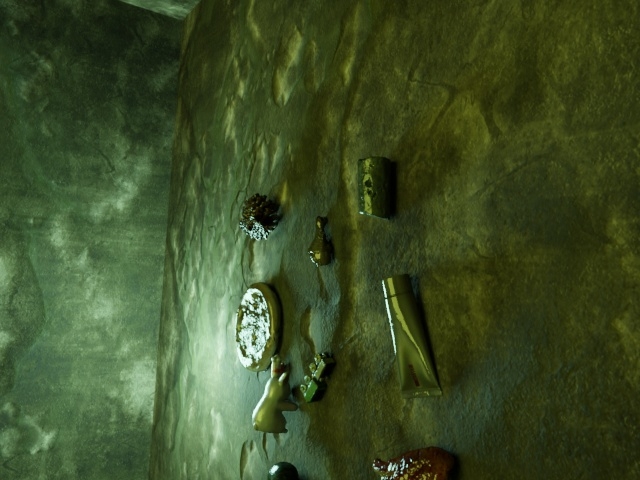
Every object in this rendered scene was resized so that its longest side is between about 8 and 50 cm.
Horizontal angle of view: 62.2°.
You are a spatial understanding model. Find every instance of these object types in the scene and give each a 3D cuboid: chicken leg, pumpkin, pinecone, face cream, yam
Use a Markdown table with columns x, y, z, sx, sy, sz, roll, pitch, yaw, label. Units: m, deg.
| x | y | z | sx | sy | sz | roll | pitch | yaw | label |
| --- | --- | --- | --- | --- | --- | --- | --- | --- | --- |
| -0.003 | -0.001 | 1.908 | 0.085 | 0.069 | 0.197 | -29 | 55 | 50 | chicken leg |
| -0.133 | 0.888 | 1.915 | 0.167 | 0.125 | 0.167 | -19 | 68 | 55 | pumpkin |
| -0.259 | -0.102 | 2.229 | 0.179 | 0.150 | 0.195 | -28 | 62 | 52 | pinecone |
| 0.246 | 0.266 | 1.490 | 0.137 | 0.084 | 0.341 | -22 | 74 | 43 | face cream |
| 0.167 | -0.157 | 1.640 | 0.107 | 0.107 | 0.194 | -9 | 79 | 56 | yam |

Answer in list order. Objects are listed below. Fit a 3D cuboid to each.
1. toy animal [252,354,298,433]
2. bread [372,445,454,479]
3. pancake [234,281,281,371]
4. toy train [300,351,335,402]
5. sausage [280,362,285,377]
| x | y | z | sx | sy | sz | roll | pitch | yaw | label |
| --- | --- | --- | --- | --- | --- | --- | --- | --- | --- |
| -0.159 | 0.591 | 2.013 | 0.140 | 0.138 | 0.282 | 7 | 69 | 49 | toy animal |
| 0.226 | 0.612 | 1.390 | 0.269 | 0.095 | 0.139 | -22 | 25 | 31 | bread |
| -0.277 | 0.374 | 2.260 | 0.382 | 0.071 | 0.382 | -13 | 74 | 55 | pancake |
| -0.008 | 0.479 | 1.852 | 0.081 | 0.060 | 0.202 | 46 | 123 | 41 | toy train |
| -0.192 | 0.586 | 2.133 | 0.034 | 0.034 | 0.253 | 53 | 128 | 45 | sausage |
